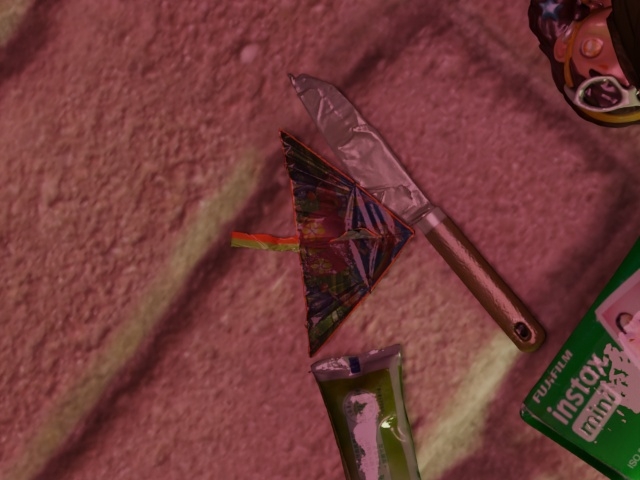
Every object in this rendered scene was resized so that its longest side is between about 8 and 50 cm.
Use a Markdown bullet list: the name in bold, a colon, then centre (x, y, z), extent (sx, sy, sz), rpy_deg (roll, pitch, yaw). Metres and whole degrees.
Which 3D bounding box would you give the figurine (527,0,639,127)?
- **figurine**: centre (0.216, -0.203, 1.343), extent (0.174, 0.116, 0.240), rpy_deg (-6, 97, 4)

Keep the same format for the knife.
- **knife**: centre (0.071, -0.024, 1.446), extent (0.047, 0.017, 0.298), rpy_deg (-41, 85, 24)

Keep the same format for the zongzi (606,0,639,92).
- **zongzi**: centre (0.430, -0.023, 1.085), extent (0.467, 0.500, 0.218), rpy_deg (8, 133, -5)

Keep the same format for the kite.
- **kite**: centre (0.000, 0.000, 1.463), extent (0.159, 0.010, 0.190), rpy_deg (-7, 94, 22)

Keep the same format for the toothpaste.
- **toothpaste**: centre (0.055, 0.210, 1.457), extent (0.078, 0.047, 0.248), rpy_deg (-14, 89, 10)

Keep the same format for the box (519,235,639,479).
- **box**: centre (0.246, 0.068, 1.291), extent (0.103, 0.250, 0.180), rpy_deg (36, 102, 14)
